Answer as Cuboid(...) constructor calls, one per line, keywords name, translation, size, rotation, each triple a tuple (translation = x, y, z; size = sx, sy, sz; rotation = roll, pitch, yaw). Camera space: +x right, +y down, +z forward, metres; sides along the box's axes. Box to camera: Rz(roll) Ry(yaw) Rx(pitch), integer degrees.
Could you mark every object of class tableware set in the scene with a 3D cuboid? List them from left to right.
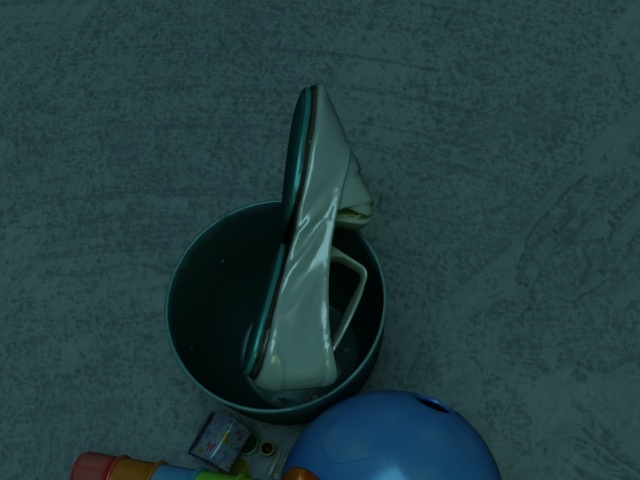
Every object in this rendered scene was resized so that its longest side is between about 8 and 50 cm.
Cuboid(name="tableware set", translation=(-0.105, 0.350, 1.503), size=(0.104, 0.024, 0.154), rotation=(20, 72, 15))

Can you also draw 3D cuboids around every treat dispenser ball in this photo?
Cuboid(name="treat dispenser ball", translation=(0.090, 0.334, 1.341), size=(0.288, 0.288, 0.288), rotation=(-3, 67, 6))

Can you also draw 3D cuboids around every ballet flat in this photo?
Cuboid(name="ballet flat", translation=(0.000, 0.000, 1.340), size=(0.139, 0.139, 0.400), rotation=(7, 72, 10))

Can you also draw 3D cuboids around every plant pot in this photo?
Cuboid(name="plant pot", translation=(-0.047, 0.124, 1.476), size=(0.293, 0.235, 0.293), rotation=(-2, 66, 6))

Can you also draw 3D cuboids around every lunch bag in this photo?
Cuboid(name="lunch bag", translation=(-0.151, 0.284, 1.516), size=(0.083, 0.053, 0.071), rotation=(8, 61, 53))

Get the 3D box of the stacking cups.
Cuboid(name="stacking cups", translation=(-0.197, 0.344, 1.463), size=(0.316, 0.096, 0.096), rotation=(9, 69, 18))
